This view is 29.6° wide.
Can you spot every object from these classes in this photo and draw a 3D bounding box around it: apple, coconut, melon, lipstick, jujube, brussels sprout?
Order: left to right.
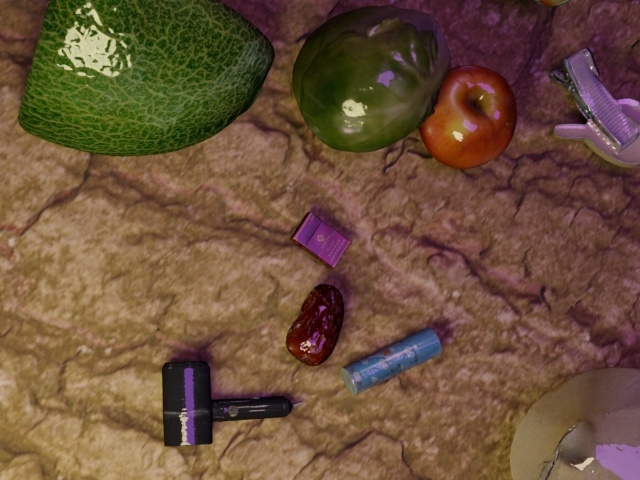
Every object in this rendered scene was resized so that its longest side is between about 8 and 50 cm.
[{"bbox_3d":[-0.235,-0.264,1.742,0.343,0.226,0.331,12,120,-16],"label":"melon"},{"bbox_3d":[-0.005,0.127,1.837,0.077,0.077,0.129,26,66,-13],"label":"jujube"},{"bbox_3d":[0.077,-0.245,1.823,0.244,0.244,0.244,2,83,-17],"label":"brussels sprout"},{"bbox_3d":[0.110,0.186,1.876,0.158,0.048,0.048,-23,91,-18],"label":"lipstick"},{"bbox_3d":[0.231,-0.192,1.914,0.163,0.139,0.163,3,73,-9],"label":"apple"},{"bbox_3d":[0.446,0.345,1.816,0.323,0.323,0.323,2,83,-17],"label":"coconut"}]

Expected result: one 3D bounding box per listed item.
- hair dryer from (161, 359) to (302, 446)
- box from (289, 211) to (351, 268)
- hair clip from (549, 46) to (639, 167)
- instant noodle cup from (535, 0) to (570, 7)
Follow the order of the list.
[{"bbox_3d":[-0.127,0.238,1.791,0.219,0.071,0.124,2,83,-24],"label":"hair dryer"},{"bbox_3d":[0.000,0.000,1.875,0.082,0.023,0.051,36,74,-11],"label":"box"},{"bbox_3d":[0.462,-0.208,2.021,0.159,0.071,0.218,-37,90,-12],"label":"hair clip"},{"bbox_3d":[0.354,-0.524,1.920,0.214,0.296,0.296,34,75,-19],"label":"instant noodle cup"}]
